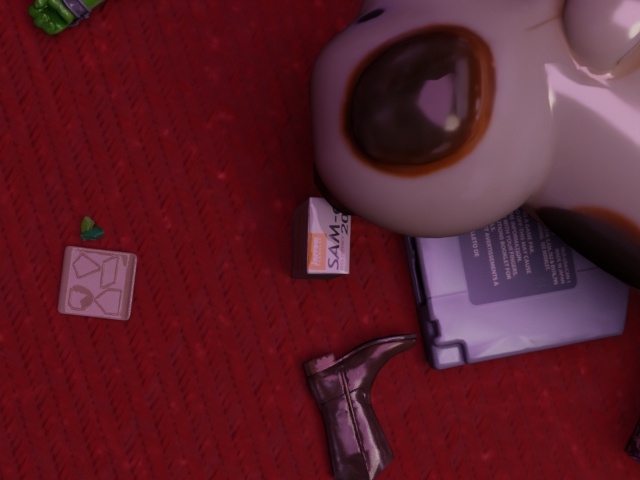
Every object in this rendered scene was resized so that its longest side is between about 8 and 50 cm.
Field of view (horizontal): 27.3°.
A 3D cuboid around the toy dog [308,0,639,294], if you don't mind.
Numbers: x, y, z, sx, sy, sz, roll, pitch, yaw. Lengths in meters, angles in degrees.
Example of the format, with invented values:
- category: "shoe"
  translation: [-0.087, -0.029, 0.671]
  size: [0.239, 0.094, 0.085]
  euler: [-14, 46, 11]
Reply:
- category: "toy dog"
  translation: [0.191, -0.086, 0.999]
  size: [0.407, 0.284, 0.395]
  euler: [9, 88, -9]

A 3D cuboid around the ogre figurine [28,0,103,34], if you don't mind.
- category: "ogre figurine"
  translation: [-0.196, -0.277, 1.090]
  size: [0.118, 0.097, 0.197]
  euler: [-7, 76, 2]

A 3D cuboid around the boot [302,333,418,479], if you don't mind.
- category: "boot"
  translation: [0.048, 0.143, 1.123]
  size: [0.106, 0.037, 0.114]
  euler: [-18, 85, 4]

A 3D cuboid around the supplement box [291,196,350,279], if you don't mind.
- category: "supplement box"
  translation: [0.000, 0.000, 1.095]
  size: [0.036, 0.098, 0.062]
  euler: [2, 86, -9]

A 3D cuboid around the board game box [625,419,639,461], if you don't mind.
- category: "board game box"
  translation: [0.445, 0.112, 1.133]
  size: [0.232, 0.141, 0.291]
  euler: [28, 83, -6]

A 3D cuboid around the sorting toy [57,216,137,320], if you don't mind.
- category: "sorting toy"
  translation: [-0.186, 0.023, 1.109]
  size: [0.062, 0.012, 0.083]
  euler: [7, 88, -3]

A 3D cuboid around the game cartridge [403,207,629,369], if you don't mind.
- category: "game cartridge"
  translation: [0.165, -0.050, 1.148]
  size: [0.198, 0.062, 0.297]
  euler: [-9, 87, -13]
